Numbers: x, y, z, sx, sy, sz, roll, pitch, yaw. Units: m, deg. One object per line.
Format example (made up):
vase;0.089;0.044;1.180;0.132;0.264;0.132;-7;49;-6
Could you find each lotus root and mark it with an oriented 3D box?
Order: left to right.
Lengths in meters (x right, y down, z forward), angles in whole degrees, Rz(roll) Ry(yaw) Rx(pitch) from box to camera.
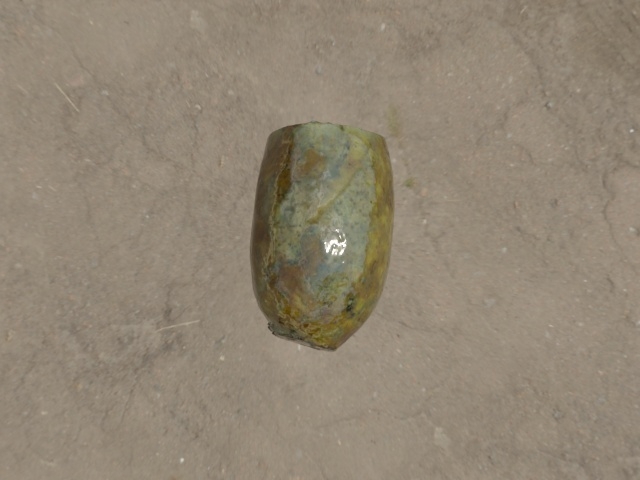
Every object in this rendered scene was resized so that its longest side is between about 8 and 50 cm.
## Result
lotus root;0.000;0.000;0.954;0.250;0.250;0.346;8;80;-3
